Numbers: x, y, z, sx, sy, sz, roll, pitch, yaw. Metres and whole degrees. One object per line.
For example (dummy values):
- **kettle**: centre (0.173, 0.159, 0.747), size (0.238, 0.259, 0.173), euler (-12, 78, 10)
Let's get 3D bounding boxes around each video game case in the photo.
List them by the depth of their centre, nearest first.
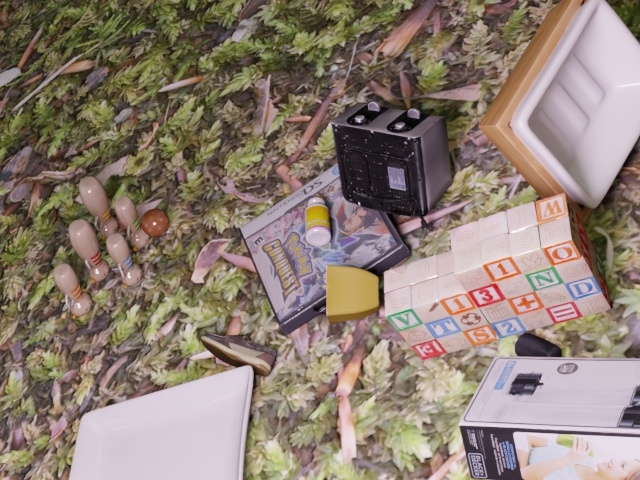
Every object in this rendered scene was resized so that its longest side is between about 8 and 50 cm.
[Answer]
- **video game case**: centre (0.000, 0.000, 1.991), size (0.248, 0.035, 0.275), euler (-33, 41, 6)

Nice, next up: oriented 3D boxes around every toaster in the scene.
- **toaster**: centre (0.120, -0.129, 1.904), size (0.168, 0.185, 0.110), euler (14, 40, 32)

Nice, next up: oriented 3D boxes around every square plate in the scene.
- **square plate**: centre (-0.255, 0.387, 1.819), size (0.344, 0.049, 0.347), euler (-19, 45, 22)

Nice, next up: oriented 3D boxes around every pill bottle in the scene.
- **pill bottle**: centre (-0.005, -0.034, 1.964), size (0.043, 0.043, 0.083), euler (-21, 45, 19)

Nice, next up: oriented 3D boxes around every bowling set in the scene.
- **bowling set**: centre (-0.373, 0.018, 2.191), size (0.200, 0.154, 0.287), euler (0, 50, 13)

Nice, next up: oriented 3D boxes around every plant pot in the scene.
- **plant pot**: centre (0.052, 0.084, 1.834), size (0.083, 0.081, 0.081), euler (-2, 76, 3)

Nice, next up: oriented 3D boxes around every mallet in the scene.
- **mallet**: centre (0.272, 0.217, 1.606), size (0.062, 0.039, 0.189), euler (14, 68, 40)

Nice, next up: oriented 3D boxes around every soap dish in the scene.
- **soap dish**: centre (0.383, -0.207, 1.769), size (0.118, 0.229, 0.291), euler (0, 52, 56)

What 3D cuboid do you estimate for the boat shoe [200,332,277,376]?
- **boat shoe**: centre (-0.133, 0.181, 1.916), size (0.152, 0.056, 0.049), euler (20, 62, 34)

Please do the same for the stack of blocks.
- **stack of blocks**: centre (0.242, 0.058, 1.662), size (0.297, 0.171, 0.087), euler (-19, 45, 22)

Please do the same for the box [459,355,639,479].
- **box**: centre (0.339, 0.223, 1.443), size (0.290, 0.087, 0.169), euler (-1, 26, 29)
